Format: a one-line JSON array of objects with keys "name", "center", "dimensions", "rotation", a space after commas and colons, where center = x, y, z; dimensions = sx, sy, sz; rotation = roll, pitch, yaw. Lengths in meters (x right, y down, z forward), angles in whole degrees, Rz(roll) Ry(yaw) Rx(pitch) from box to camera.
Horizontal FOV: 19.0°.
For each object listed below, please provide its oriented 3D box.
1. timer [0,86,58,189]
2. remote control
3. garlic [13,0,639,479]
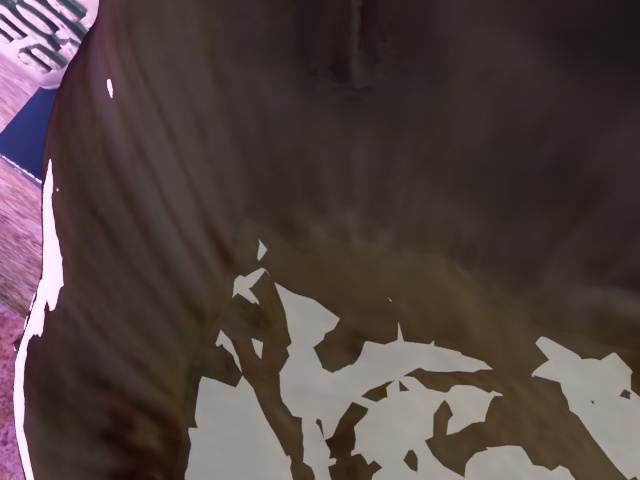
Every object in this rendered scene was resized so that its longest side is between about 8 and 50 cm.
[{"name": "timer", "center": [-0.056, 0.001, 1.078], "dimensions": [0.232, 0.091, 0.250], "rotation": [41, 178, -26]}, {"name": "remote control", "center": [-0.128, -0.130, 0.967], "dimensions": [0.103, 0.051, 0.293], "rotation": [39, 164, -23]}, {"name": "garlic", "center": [0.065, 0.023, 0.485], "dimensions": [0.322, 0.322, 0.241], "rotation": [26, -169, 36]}]
